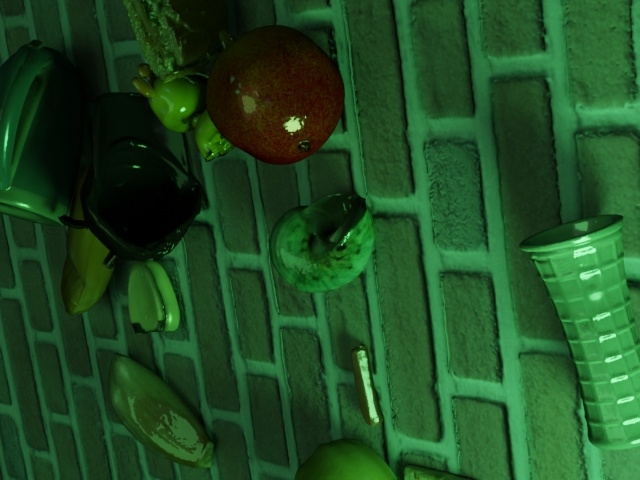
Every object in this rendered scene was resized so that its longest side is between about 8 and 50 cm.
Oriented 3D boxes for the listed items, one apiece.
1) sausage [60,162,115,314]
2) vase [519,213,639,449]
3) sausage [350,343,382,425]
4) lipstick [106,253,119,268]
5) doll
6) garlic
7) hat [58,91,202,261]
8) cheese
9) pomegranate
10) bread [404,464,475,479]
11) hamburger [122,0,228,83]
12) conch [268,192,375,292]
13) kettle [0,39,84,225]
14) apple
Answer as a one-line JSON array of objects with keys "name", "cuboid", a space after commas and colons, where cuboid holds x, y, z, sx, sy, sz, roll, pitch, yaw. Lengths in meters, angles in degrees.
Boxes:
[{"name": "sausage", "cuboid": [-0.470, 0.008, 2.175, 0.134, 0.116, 0.354, 51, 134, 36]}, {"name": "vase", "cuboid": [0.379, 0.126, 1.431, 0.143, 0.143, 0.299, -11, 99, 44]}, {"name": "sausage", "cuboid": [0.078, 0.248, 1.811, 0.035, 0.030, 0.147, -6, 99, 42]}, {"name": "lipstick", "cuboid": [-0.374, -0.011, 2.104, 0.027, 0.027, 0.176, 47, 110, 21]}, {"name": "doll", "cuboid": [-0.235, -0.244, 1.875, 0.221, 0.143, 0.135, 46, 131, 13]}, {"name": "garlic", "cuboid": [-0.343, 0.366, 2.197, 0.318, 0.112, 0.143, 36, 123, 16]}, {"name": "hat", "cuboid": [-0.366, -0.100, 1.991, 0.209, 0.238, 0.336, -30, 67, 52]}, {"name": "cheese", "cuboid": [-0.350, 0.063, 2.129, 0.127, 0.054, 0.251, -9, 89, 40]}, {"name": "pomegranate", "cuboid": [-0.081, -0.242, 1.676, 0.256, 0.221, 0.221, 45, 129, 25]}, {"name": "bread", "cuboid": [0.203, 0.420, 1.755, 0.154, 0.028, 0.068, 5, 108, 43]}, {"name": "hamburger", "cuboid": [-0.245, -0.420, 1.811, 0.283, 0.157, 0.144, 68, 153, 11]}, {"name": "conch", "cuboid": [0.004, 0.001, 1.742, 0.188, 0.122, 0.176, 16, 93, 36]}, {"name": "kettle", "cuboid": [-0.582, -0.227, 2.076, 0.319, 0.247, 0.342, 146, 140, -81]}, {"name": "apple", "cuboid": [0.045, 0.441, 1.803, 0.200, 0.200, 0.200, 15, 113, 39]}]
